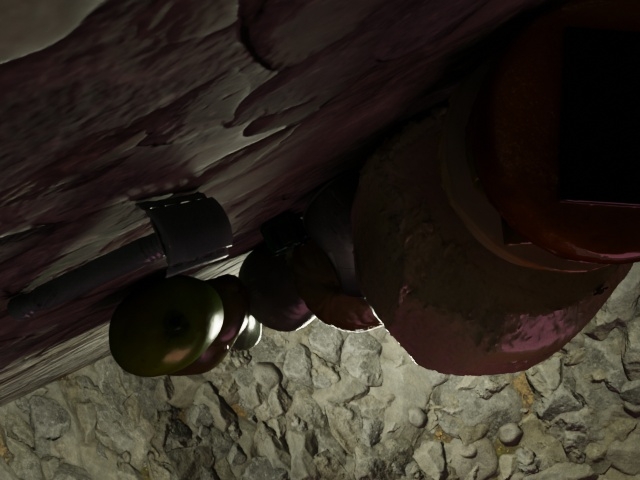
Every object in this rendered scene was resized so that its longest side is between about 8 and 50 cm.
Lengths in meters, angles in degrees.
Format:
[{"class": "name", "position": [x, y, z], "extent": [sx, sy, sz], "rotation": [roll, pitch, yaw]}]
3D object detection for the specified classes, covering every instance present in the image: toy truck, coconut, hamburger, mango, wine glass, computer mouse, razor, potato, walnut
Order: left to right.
[{"class": "razor", "position": [-0.203, 0.026, 0.679], "extent": [0.232, 0.068, 0.106], "rotation": [-22, 180, 22]}, {"class": "mango", "position": [-0.263, 0.144, 1.292], "extent": [0.192, 0.156, 0.343], "rotation": [-27, 179, -1]}, {"class": "potato", "position": [-0.275, 0.190, 1.689], "extent": [0.351, 0.202, 0.218], "rotation": [-40, -177, 38]}, {"class": "wine glass", "position": [-0.124, 0.127, 1.830], "extent": [0.323, 0.238, 0.238], "rotation": [-32, 176, 33]}, {"class": "toy truck", "position": [-0.062, -0.013, 1.361], "extent": [0.079, 0.065, 0.147], "rotation": [-25, 180, 6]}, {"class": "walnut", "position": [0.093, 0.042, 1.630], "extent": [0.332, 0.333, 0.333], "rotation": [-28, 178, -1]}, {"class": "computer mouse", "position": [0.095, 0.024, 1.297], "extent": [0.167, 0.090, 0.379], "rotation": [-32, 136, 1]}, {"class": "coconut", "position": [0.234, 0.008, 1.087], "extent": [0.404, 0.405, 0.404], "rotation": [-28, 178, -1]}, {"class": "hamburger", "position": [0.265, -0.103, 0.769], "extent": [0.291, 0.291, 0.225], "rotation": [-28, 179, -2]}]

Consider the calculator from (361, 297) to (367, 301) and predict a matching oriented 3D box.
[{"class": "calculator", "position": [0.183, -0.034, 1.476], "extent": [0.386, 0.256, 0.054], "rotation": [-27, -172, -22]}]
